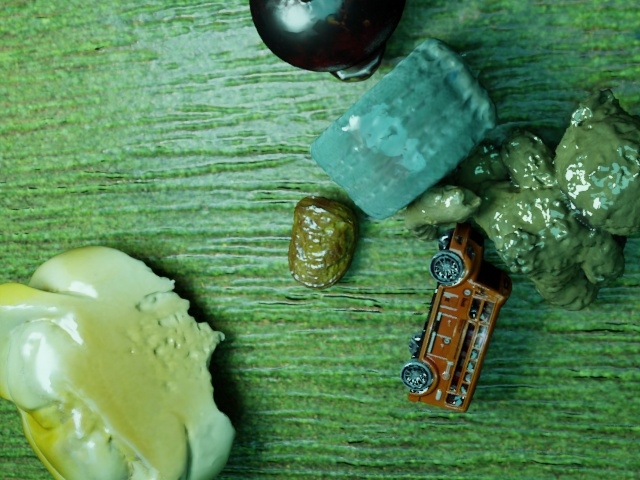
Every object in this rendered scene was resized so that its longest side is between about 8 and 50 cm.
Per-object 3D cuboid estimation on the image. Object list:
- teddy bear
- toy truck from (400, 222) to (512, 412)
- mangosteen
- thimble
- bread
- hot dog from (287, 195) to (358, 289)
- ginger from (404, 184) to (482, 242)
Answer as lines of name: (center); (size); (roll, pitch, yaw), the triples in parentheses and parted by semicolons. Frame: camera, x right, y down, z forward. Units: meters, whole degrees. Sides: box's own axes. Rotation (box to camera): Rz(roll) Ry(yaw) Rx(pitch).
teddy bear: (0.323, -0.056, 1.079); (0.256, 0.156, 0.267); (-41, 92, 21)
toy truck: (0.191, 0.105, 1.191); (0.114, 0.107, 0.253); (17, 113, 9)
mangosteen: (0.012, -0.303, 1.062); (0.209, 0.210, 0.210); (5, 109, 14)
thimble: (0.110, -0.141, 1.085); (0.143, 0.198, 0.235); (47, 119, -4)
bread: (-0.314, 0.219, 1.295); (0.329, 0.245, 0.424); (-28, 94, 21)
hot dog: (0.001, 0.001, 1.234); (0.099, 0.065, 0.147); (12, 121, 11)
ginger: (0.150, -0.038, 1.136); (0.069, 0.173, 0.051); (10, 79, -11)
